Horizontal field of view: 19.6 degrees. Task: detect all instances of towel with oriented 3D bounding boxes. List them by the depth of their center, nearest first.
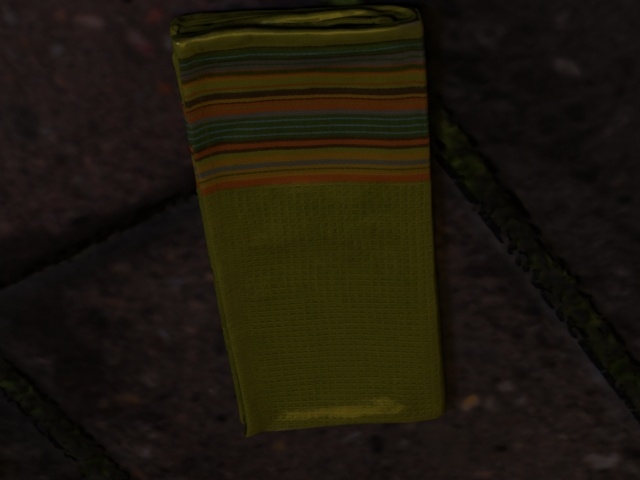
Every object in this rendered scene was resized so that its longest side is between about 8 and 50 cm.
[{"bbox_3d":[0.000,0.000,0.804,0.102,0.021,0.237,-2,132,5],"label":"towel"}]
